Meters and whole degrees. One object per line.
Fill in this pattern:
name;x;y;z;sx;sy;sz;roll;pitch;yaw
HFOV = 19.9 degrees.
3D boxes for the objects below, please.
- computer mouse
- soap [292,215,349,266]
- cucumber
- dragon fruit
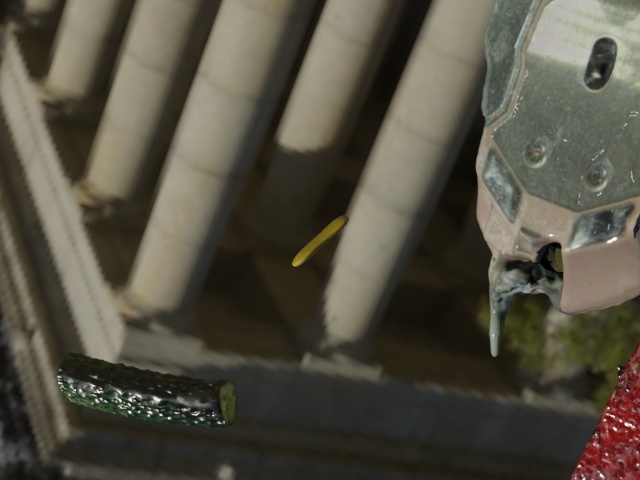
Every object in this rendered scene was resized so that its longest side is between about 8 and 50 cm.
computer mouse;0.218;-0.088;1.344;0.199;0.389;0.115;27;-165;37
soap;0.000;0.000;2.173;0.012;0.089;0.034;50;168;-14
cucumber;-0.176;0.156;1.873;0.187;0.058;0.058;9;-161;16
dragon fruit;0.300;0.166;1.628;0.083;0.162;0.106;25;-174;30
